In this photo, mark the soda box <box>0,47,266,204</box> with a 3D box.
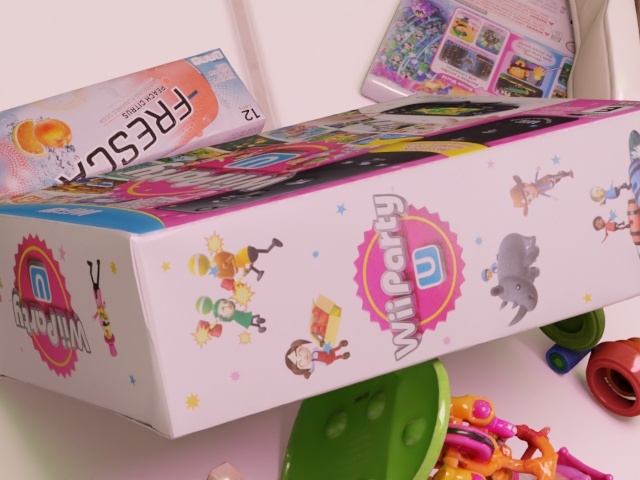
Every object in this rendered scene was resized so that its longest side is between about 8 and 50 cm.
[{"bbox_3d":[-0.124,-0.047,1.088,0.183,0.063,0.058,-20,63,-28],"label":"soda box"}]

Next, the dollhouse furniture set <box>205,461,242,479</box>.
[{"bbox_3d":[-0.105,0.217,0.851,0.355,0.174,0.303,-25,61,-36],"label":"dollhouse furniture set"}]

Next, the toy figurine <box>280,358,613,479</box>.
[{"bbox_3d":[0.086,0.122,0.990,0.159,0.173,0.130,17,65,-21],"label":"toy figurine"}]

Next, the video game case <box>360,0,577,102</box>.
[{"bbox_3d":[0.119,-0.113,1.239,0.157,0.019,0.143,25,53,0],"label":"video game case"}]

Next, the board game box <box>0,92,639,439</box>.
[{"bbox_3d":[0.000,0.000,0.988,0.303,0.224,0.097,-16,102,-29],"label":"board game box"}]

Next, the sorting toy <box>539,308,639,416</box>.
[{"bbox_3d":[0.160,0.053,1.110,0.042,0.061,0.102,-39,97,-35],"label":"sorting toy"}]

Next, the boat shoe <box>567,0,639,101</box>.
[{"bbox_3d":[0.208,-0.175,1.225,0.091,0.109,0.305,7,65,-10],"label":"boat shoe"}]
